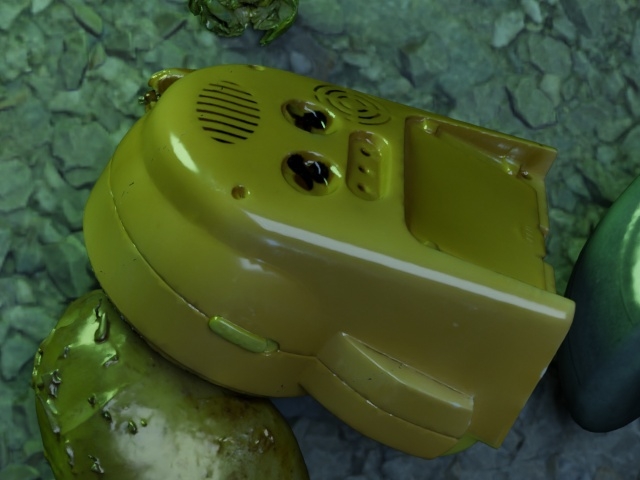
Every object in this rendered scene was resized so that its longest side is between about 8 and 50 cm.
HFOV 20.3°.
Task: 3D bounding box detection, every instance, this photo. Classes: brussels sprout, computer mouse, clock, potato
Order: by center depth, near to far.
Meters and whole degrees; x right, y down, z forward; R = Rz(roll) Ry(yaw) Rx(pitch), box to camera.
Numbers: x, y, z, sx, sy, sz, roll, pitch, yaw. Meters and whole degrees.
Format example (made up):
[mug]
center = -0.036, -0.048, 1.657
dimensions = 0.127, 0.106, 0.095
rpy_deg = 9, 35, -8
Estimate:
[clock]
center = 0.000, 0.000, 1.256
dimensions = 0.317, 0.244, 0.200
rpy_deg = 23, 122, -13
[potato]
center = -0.098, 0.172, 1.260
dimensions = 0.173, 0.140, 0.300
rpy_deg = -23, 92, -19
[brussels sprout]
center = -0.060, -0.189, 1.359
dimensions = 0.085, 0.058, 0.085
rpy_deg = -7, 119, -13
[computer mouse]
center = 0.300, -0.014, 1.377
dimensions = 0.371, 0.188, 0.122
rpy_deg = -43, 71, -9

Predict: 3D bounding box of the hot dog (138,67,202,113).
[hot dog]
center = -0.072, -0.100, 1.355
dimensions = 0.133, 0.041, 0.056
rpy_deg = 4, 83, -8
